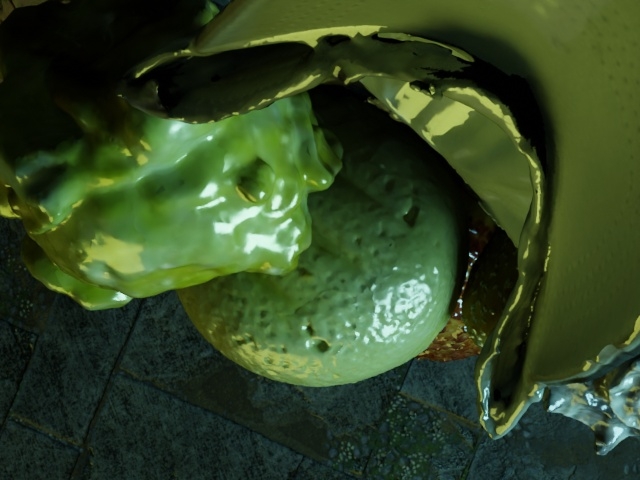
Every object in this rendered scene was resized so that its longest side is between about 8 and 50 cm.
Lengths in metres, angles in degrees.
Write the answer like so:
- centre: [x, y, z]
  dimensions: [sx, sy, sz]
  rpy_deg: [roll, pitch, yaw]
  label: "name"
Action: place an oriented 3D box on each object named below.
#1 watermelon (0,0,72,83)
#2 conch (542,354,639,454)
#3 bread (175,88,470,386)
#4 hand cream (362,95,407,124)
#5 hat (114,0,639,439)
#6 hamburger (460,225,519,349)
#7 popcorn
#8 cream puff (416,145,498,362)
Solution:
- centre: [-0.302, -0.230, 1.686]
  dimensions: [0.292, 0.319, 0.222]
  rpy_deg: [30, -141, 28]
  label: "watermelon"
- centre: [0.305, 0.083, 1.039]
  dimensions: [0.313, 0.241, 0.186]
  rpy_deg: [3, -153, -43]
  label: "conch"
- centre: [-0.005, 0.000, 1.298]
  dimensions: [0.320, 0.320, 0.237]
  rpy_deg: [23, -170, 22]
  label: "bread"
- centre: [0.117, -0.092, 1.040]
  dimensions: [0.084, 0.050, 0.257]
  rpy_deg: [24, -173, -22]
  label: "hand cream"
- centre: [0.070, -0.066, 0.547]
  dimensions: [0.258, 0.168, 0.301]
  rpy_deg: [42, 156, -4]
  label: "hat"
- centre: [0.237, 0.025, 1.237]
  dimensions: [0.122, 0.215, 0.189]
  rpy_deg: [26, -151, -17]
  label: "hamburger"
- centre: [-0.139, -0.086, 1.085]
  dimensions: [0.312, 0.312, 0.312]
  rpy_deg: [22, -179, -1]
  label: "popcorn"
- centre: [0.120, 0.024, 1.534]
  dimensions: [0.350, 0.229, 0.350]
  rpy_deg: [33, 159, 15]
  label: "cream puff"
